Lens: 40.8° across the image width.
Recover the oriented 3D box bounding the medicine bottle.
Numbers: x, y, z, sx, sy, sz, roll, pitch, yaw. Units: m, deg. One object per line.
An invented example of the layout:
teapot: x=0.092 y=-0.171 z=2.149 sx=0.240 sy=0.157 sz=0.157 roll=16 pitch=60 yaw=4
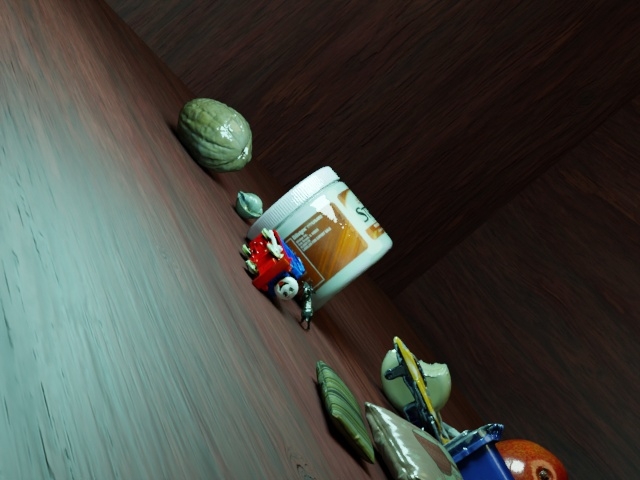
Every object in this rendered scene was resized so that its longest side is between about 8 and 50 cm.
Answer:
medicine bottle: x=0.000 y=0.000 z=1.952 sx=0.241 sy=0.252 sz=0.252 roll=49 pitch=4 yaw=2

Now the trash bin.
trash bin: x=0.320 y=0.481 z=1.634 sx=0.234 sy=0.184 sz=0.162 roll=57 pitch=8 yaw=21

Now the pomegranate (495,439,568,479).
pomegranate: x=0.410 y=0.542 z=1.825 sx=0.221 sy=0.221 sz=0.256 roll=52 pitch=-30 yaw=31

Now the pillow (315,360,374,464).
pillow: x=0.037 y=0.276 z=1.393 sx=0.113 sy=0.038 sz=0.203 roll=52 pitch=4 yaw=-15

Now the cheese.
cheese: x=0.223 y=0.376 z=2.010 sx=0.071 sy=0.163 sz=0.248 roll=-48 pitch=138 yaw=-70

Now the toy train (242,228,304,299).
toy train: x=-0.090 y=0.052 z=1.725 sx=0.131 sy=0.083 sz=0.204 roll=50 pitch=5 yaw=-21

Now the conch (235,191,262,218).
conch: x=-0.182 y=-0.083 z=2.125 sx=0.085 sy=0.056 sz=0.076 roll=21 pitch=43 yaw=-38

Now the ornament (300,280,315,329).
ornament: x=-0.026 y=0.127 z=1.730 sx=0.125 sy=0.028 sz=0.073 roll=100 pitch=-9 yaw=-64

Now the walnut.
walnut: x=-0.272 y=-0.273 z=2.172 sx=0.230 sy=0.178 sz=0.178 roll=39 pitch=-2 yaw=30

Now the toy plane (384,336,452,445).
toy plane: x=0.219 y=0.366 z=1.900 sx=0.316 sy=0.103 sz=0.204 roll=58 pitch=3 yaw=1

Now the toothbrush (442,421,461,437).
toothbrush: x=0.309 y=0.453 z=2.060 sx=0.342 sy=0.030 sz=0.025 roll=-178 pitch=-100 yaw=-72

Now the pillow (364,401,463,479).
pillow: x=0.179 y=0.395 z=1.461 sx=0.236 sy=0.084 sz=0.223 roll=44 pitch=12 yaw=-33
